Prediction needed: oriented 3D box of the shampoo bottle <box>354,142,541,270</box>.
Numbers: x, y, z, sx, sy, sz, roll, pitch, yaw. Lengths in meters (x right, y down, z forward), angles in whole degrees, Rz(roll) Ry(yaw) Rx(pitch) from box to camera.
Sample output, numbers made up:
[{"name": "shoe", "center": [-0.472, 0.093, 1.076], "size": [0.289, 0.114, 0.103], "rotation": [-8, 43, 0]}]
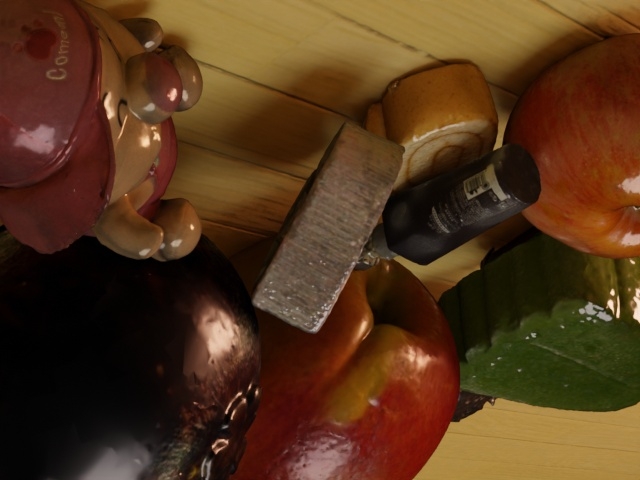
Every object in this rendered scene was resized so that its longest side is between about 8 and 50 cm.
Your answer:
[{"name": "shampoo bottle", "center": [0.098, -0.020, 1.216], "size": [0.063, 0.057, 0.207], "rotation": [12, 151, -40]}]

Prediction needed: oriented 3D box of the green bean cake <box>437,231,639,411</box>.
[{"name": "green bean cake", "center": [0.271, 0.090, 1.434], "size": [0.248, 0.125, 0.222], "rotation": [21, 141, -31]}]

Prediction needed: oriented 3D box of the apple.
[{"name": "apple", "center": [0.263, -0.079, 1.221], "size": [0.209, 0.164, 0.209], "rotation": [-12, 153, -6]}]

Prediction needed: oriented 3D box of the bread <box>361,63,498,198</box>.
[{"name": "bread", "center": [0.094, -0.086, 1.216], "size": [0.122, 0.073, 0.149], "rotation": [-11, 156, -4]}]

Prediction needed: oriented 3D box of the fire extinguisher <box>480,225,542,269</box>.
[{"name": "fire extinguisher", "center": [0.260, 0.022, 1.516], "size": [0.105, 0.105, 0.269], "rotation": [8, 148, -42]}]

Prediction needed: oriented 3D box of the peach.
[{"name": "peach", "center": [-0.028, 0.146, 1.378], "size": [0.332, 0.308, 0.308], "rotation": [-34, 150, 31]}]

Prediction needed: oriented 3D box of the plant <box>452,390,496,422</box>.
[{"name": "plant", "center": [0.165, 0.149, 1.666], "size": [0.131, 0.142, 0.203], "rotation": [-48, 169, 15]}]

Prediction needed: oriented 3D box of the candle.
[{"name": "candle", "center": [0.000, 0.000, 1.148], "size": [0.068, 0.168, 0.192], "rotation": [26, 146, -4]}]

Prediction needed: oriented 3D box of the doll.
[{"name": "doll", "center": [-0.163, -0.083, 0.941], "size": [0.152, 0.196, 0.256], "rotation": [-36, 160, 6]}]

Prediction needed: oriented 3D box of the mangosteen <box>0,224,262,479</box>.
[{"name": "mangosteen", "center": [-0.205, 0.115, 1.133], "size": [0.330, 0.330, 0.330], "rotation": [-13, 156, -6]}]
